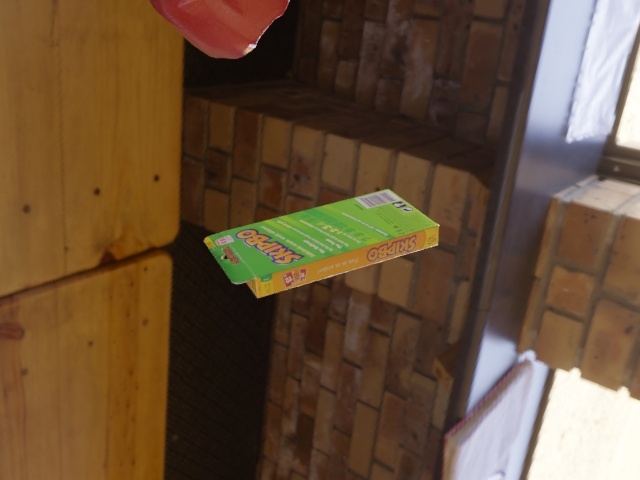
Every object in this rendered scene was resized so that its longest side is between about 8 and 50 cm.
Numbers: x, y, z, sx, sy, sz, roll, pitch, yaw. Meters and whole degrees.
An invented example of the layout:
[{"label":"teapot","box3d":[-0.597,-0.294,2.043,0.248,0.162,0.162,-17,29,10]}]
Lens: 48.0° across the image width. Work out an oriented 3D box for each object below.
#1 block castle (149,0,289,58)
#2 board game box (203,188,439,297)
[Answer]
[{"label":"block castle","box3d":[0.083,-0.261,0.312,0.213,0.453,0.303,23,75,-47]},{"label":"board game box","box3d":[0.000,0.000,0.866,0.259,0.124,0.039,-13,120,-21]}]
